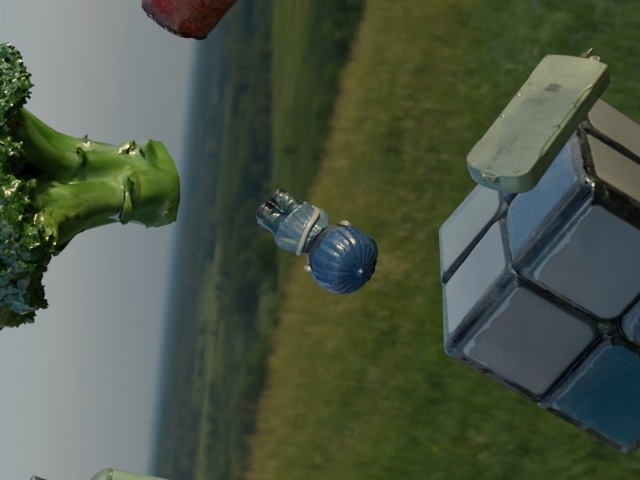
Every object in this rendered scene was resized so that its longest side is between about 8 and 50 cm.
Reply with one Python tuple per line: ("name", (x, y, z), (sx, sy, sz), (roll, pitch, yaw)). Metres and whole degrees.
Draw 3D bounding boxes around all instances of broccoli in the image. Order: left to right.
("broccoli", (-0.233, -0.035, 1.017), (0.269, 0.269, 0.254), (-93, 18, -55))

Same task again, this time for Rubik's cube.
("Rubik's cube", (0.368, 0.032, 1.773), (0.316, 0.318, 0.313), (-51, 16, 27))

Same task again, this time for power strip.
("power strip", (0.237, -0.132, 1.428), (0.227, 0.080, 0.029), (-50, -41, -27))

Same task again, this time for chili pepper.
("chili pepper", (-0.103, -0.294, 1.364), (0.192, 0.086, 0.084), (-50, 16, 23))

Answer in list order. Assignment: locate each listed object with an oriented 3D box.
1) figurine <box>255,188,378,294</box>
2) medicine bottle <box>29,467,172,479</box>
("figurine", (-0.001, -0.004, 1.341), (0.077, 0.136, 0.079), (-46, -12, -16))
("medicine bottle", (-0.206, 0.288, 1.405), (0.053, 0.208, 0.090), (130, 150, -53))
